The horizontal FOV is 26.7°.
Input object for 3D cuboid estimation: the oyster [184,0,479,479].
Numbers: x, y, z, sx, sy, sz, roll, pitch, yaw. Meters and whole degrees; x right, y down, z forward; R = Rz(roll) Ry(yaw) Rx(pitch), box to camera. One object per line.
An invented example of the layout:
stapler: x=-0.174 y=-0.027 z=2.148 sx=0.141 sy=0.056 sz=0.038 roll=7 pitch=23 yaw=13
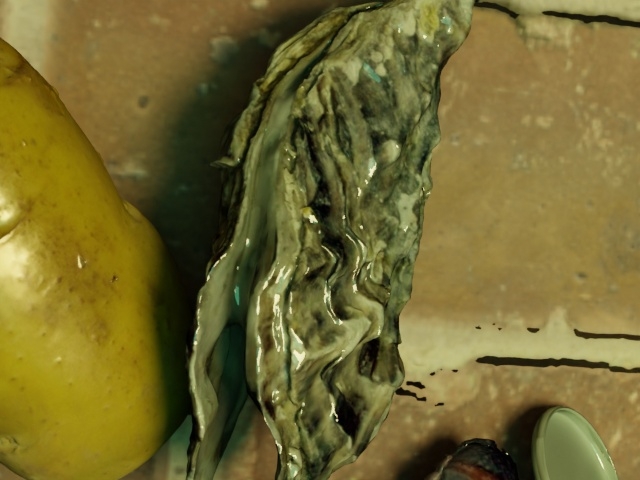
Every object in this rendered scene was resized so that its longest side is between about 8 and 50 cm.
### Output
oyster: x=0.001 y=-0.004 z=0.793 sx=0.158 sy=0.162 sz=0.350 roll=24 pitch=81 yaw=-14

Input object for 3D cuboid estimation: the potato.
potato: x=-0.186 y=0.006 z=0.766 sx=0.173 sy=0.140 sz=0.300 roll=-38 pitch=112 yaw=-19

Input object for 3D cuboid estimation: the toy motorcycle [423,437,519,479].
toy motorcycle: x=0.012 y=0.230 z=0.857 sx=0.401 sy=0.134 sz=0.207 roll=2 pitch=97 yaw=-17

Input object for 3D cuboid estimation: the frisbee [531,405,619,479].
frisbee: x=0.175 y=0.166 z=0.914 sx=0.014 sy=0.110 sz=0.110 roll=-25 pitch=108 yaw=31
